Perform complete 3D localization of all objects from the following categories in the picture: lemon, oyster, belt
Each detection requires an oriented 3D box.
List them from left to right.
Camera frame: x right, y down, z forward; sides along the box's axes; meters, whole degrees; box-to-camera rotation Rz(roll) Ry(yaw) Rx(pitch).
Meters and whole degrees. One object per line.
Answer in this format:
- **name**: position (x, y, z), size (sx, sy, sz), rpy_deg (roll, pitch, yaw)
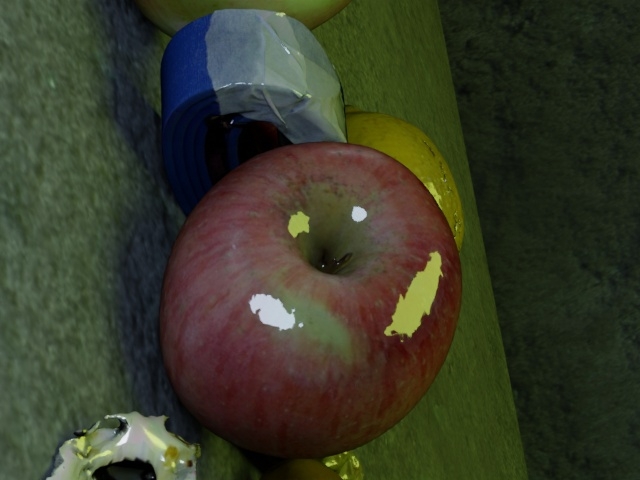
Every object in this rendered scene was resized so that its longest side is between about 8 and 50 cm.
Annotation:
- **oyster**: position (-0.176, 0.216, 1.239), size (0.209, 0.133, 0.072), rpy_deg (-82, -165, -62)
- **belt**: position (-0.071, -0.113, 1.655), size (0.347, 0.213, 0.117), rpy_deg (77, 8, -57)
- **lemon**: position (0.067, -0.042, 1.990), size (0.258, 0.258, 0.310), rpy_deg (24, 45, -72)

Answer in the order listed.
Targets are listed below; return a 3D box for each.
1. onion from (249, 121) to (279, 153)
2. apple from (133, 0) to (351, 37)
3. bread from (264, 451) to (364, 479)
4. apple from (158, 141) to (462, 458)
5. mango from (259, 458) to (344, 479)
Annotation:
- **onion**: position (-0.099, -0.126, 1.823), size (0.140, 0.150, 0.150), rpy_deg (-44, 127, -30)
- **apple**: position (-0.095, -0.376, 1.650), size (0.319, 0.319, 0.277), rpy_deg (-87, 159, -48)
- **bread**: position (-0.026, 0.240, 1.726), size (0.098, 0.087, 0.269), rpy_deg (50, -5, 35)
- **apple**: position (-0.014, 0.071, 1.527), size (0.269, 0.345, 0.344), rpy_deg (109, -19, -54)
- **mango**: position (-0.007, 0.353, 1.581), size (0.139, 0.175, 0.254), rpy_deg (5, 59, -33)
